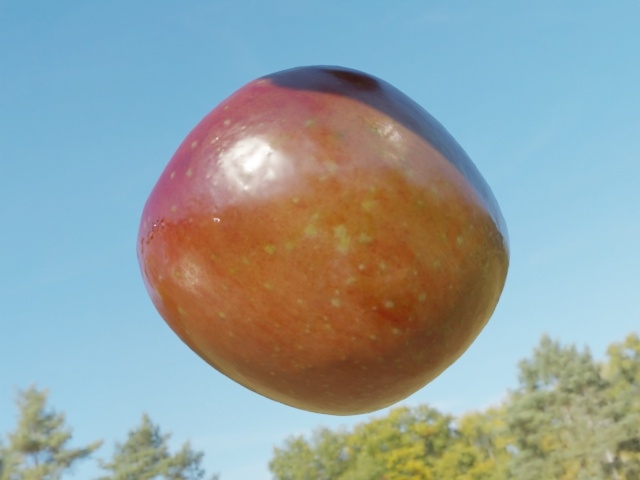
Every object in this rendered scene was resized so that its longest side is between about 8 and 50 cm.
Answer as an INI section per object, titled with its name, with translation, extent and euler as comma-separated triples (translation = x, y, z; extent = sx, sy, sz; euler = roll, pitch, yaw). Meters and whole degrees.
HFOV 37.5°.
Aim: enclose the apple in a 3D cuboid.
[apple]
translation = 0.000, 0.000, 0.493
extent = 0.181, 0.168, 0.181
euler = -49, 4, 4
